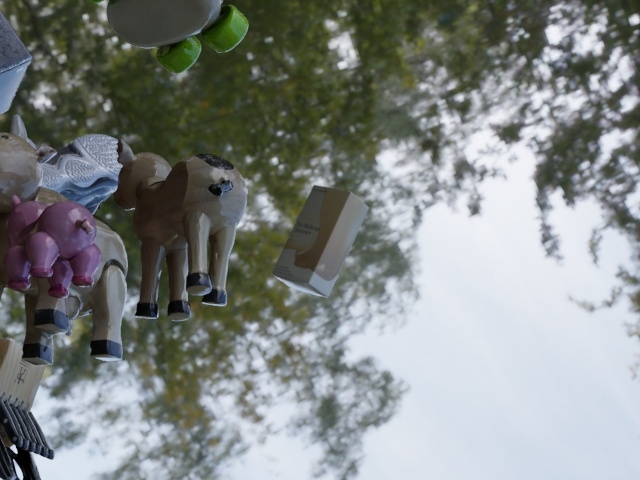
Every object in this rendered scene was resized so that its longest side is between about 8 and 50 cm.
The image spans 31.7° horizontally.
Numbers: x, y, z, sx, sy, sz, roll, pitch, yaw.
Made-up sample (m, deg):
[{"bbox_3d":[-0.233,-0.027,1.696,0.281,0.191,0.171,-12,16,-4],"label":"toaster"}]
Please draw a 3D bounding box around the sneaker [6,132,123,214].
[{"bbox_3d":[-0.390,-0.064,1.544,0.101,0.269,0.153,57,-49,23],"label":"sneaker"}]

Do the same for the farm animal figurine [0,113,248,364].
[{"bbox_3d":[-0.222,-0.009,0.930,0.327,0.330,0.172,95,-4,-70],"label":"farm animal figurine"}]

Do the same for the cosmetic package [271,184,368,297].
[{"bbox_3d":[0.000,0.000,1.244,0.060,0.115,0.041,11,-19,40],"label":"cosmetic package"}]

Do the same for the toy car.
[{"bbox_3d":[-0.162,-0.318,1.292,0.149,0.188,0.155,-17,-44,36],"label":"toy car"}]

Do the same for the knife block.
[{"bbox_3d":[-0.471,0.244,1.478,0.276,0.242,0.088,7,-21,26],"label":"knife block"}]

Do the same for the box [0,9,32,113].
[{"bbox_3d":[-0.510,-0.277,1.550,0.207,0.108,0.153,55,-36,5],"label":"box"}]
